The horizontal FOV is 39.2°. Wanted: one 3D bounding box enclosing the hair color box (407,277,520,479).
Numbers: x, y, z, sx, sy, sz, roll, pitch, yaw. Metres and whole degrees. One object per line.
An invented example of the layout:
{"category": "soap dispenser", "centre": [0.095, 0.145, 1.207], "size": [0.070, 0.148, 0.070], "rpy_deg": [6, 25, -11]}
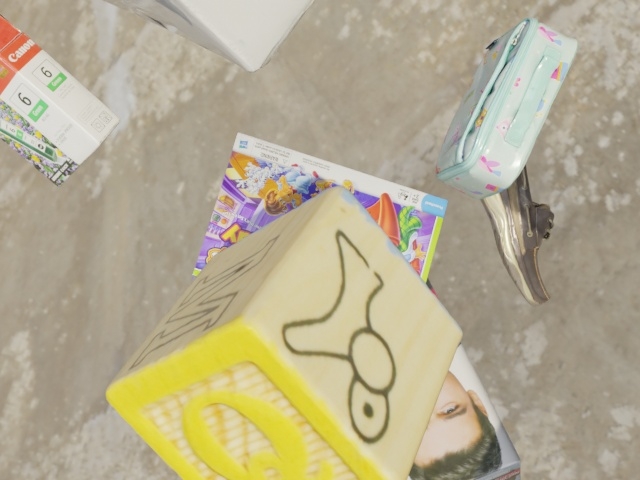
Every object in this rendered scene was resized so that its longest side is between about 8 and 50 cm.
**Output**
{"category": "hair color box", "centre": [0.162, 0.247, 1.469], "size": [0.185, 0.114, 0.375], "rpy_deg": [-22, 56, -2]}

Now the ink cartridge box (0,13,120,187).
{"category": "ink cartridge box", "centre": [-0.184, -0.090, 0.544], "size": [0.063, 0.115, 0.029], "rpy_deg": [-32, 23, 44]}

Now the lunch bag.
{"category": "lunch bag", "centre": [0.290, -0.212, 1.425], "size": [0.224, 0.107, 0.279], "rpy_deg": [151, 144, -82]}

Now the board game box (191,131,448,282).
{"category": "board game box", "centre": [0.000, 0.000, 1.402], "size": [0.078, 0.347, 0.233], "rpy_deg": [135, 152, -78]}

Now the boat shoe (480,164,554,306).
{"category": "boat shoe", "centre": [0.414, -0.033, 1.825], "size": [0.130, 0.355, 0.132], "rpy_deg": [-21, 15, 7]}

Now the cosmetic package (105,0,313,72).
{"category": "cosmetic package", "centre": [-0.108, -0.206, 0.334], "size": [0.224, 0.224, 0.138], "rpy_deg": [31, 83, 45]}

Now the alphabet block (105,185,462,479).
{"category": "alphabet block", "centre": [-0.024, 0.104, 0.764], "size": [0.193, 0.192, 0.197], "rpy_deg": [-31, 16, 38]}
